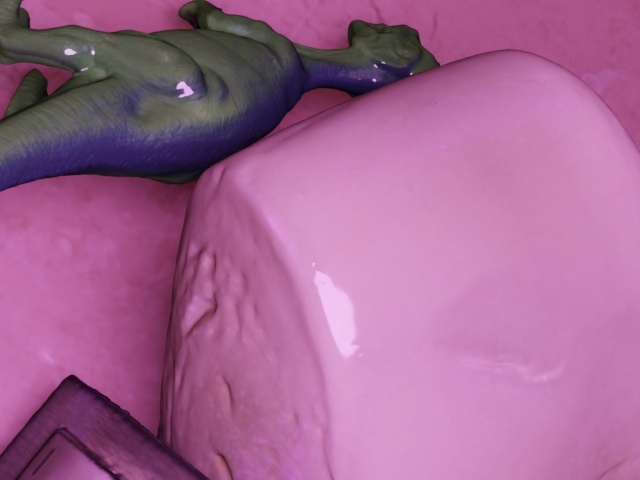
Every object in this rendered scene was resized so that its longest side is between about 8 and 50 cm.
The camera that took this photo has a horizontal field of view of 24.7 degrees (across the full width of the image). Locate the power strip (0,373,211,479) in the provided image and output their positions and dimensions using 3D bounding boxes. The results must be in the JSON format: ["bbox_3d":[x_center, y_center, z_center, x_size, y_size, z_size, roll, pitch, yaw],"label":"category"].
[{"bbox_3d":[-0.178,0.241,0.996,0.092,0.257,0.251,41,81,-37],"label":"power strip"}]

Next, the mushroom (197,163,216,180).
[{"bbox_3d":[0.000,-0.003,1.266,0.278,0.099,0.096,31,68,-19],"label":"mushroom"}]

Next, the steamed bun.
[{"bbox_3d":[0.080,0.119,1.068,0.371,0.290,0.455,-24,129,-29],"label":"steamed bun"}]

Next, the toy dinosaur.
[{"bbox_3d":[-0.078,-0.065,1.091,0.375,0.144,0.500,7,31,-8],"label":"toy dinosaur"}]
